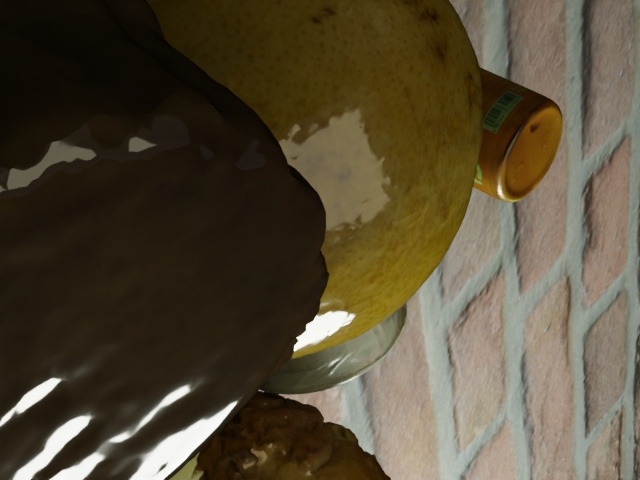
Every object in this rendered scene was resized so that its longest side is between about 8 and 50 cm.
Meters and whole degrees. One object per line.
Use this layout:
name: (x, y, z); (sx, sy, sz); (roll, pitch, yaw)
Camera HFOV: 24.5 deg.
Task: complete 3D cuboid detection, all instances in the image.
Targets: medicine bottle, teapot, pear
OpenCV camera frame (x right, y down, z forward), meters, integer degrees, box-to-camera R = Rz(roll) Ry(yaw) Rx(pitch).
medicine bottle: (0.106, -0.112, 1.273); (0.096, 0.192, 0.096); (-37, 142, -36)
teapot: (0.004, 0.008, 1.232); (0.221, 0.163, 0.178); (-25, 127, -8)
pear: (-0.043, -0.069, 0.993); (0.314, 0.314, 0.314); (-35, 140, -36)

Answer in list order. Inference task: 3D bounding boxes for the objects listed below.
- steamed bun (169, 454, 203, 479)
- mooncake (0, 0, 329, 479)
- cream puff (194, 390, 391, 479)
steamed bun: (-0.214, 0.168, 0.960); (0.273, 0.166, 0.232); (-11, 146, 5)
mooncake: (-0.170, 0.018, 0.715); (0.324, 0.187, 0.324); (-30, 148, -21)
cream puff: (-0.092, 0.280, 1.244); (0.327, 0.231, 0.343); (-69, 165, 14)
